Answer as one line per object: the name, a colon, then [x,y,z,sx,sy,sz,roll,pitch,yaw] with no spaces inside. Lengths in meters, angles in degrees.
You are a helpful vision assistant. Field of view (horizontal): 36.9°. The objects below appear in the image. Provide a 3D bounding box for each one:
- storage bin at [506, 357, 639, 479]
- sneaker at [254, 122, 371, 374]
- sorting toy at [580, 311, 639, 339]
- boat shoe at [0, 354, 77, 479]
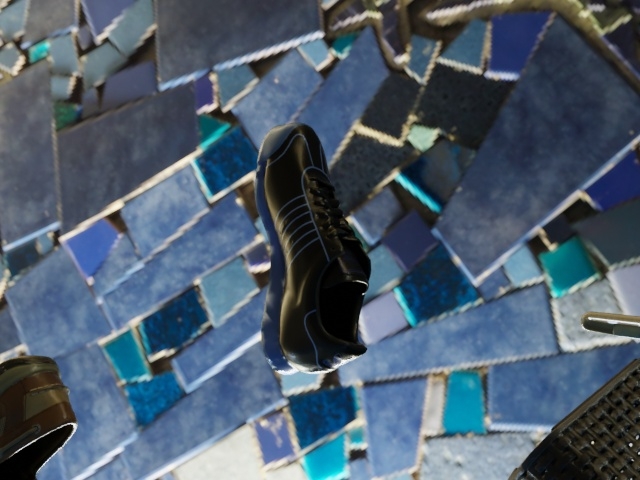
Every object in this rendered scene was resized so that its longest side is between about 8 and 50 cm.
storage bin: [0.157,0.166,0.562,0.122,0.084,0.180,-28,151,-35]
sneaker: [0.000,0.000,0.837,0.090,0.232,0.081,-15,162,39]
sorting toy: [0.539,0.139,1.294,0.307,0.041,0.229,12,171,-24]
boat shoe: [-0.406,0.284,1.156,0.324,0.120,0.123,-51,154,19]
